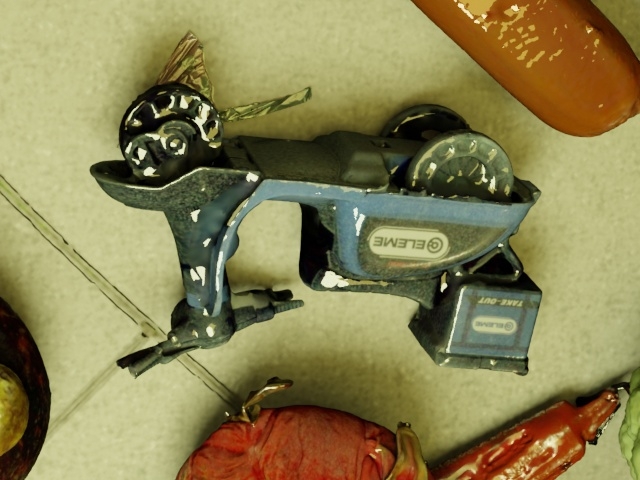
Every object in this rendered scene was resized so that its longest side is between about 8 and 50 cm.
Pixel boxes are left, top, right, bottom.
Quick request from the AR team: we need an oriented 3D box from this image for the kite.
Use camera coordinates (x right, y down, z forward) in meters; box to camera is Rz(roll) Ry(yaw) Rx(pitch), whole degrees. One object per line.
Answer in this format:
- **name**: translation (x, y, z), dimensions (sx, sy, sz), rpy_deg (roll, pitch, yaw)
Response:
- **kite**: translation (-0.081, -0.093, 1.187), dimensions (0.157, 0.011, 0.139), rpy_deg (-15, 110, -8)

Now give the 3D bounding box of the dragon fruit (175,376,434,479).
- **dragon fruit**: translation (-0.010, 0.245, 1.158), dimensions (0.218, 0.148, 0.223), rpy_deg (23, 121, -13)

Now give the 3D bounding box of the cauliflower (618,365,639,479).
- **cauliflower**: translation (0.366, 0.159, 1.220), dimensions (0.281, 0.260, 0.327), rpy_deg (40, 65, -15)

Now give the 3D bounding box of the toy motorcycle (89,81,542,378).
- **toy motorcycle**: translation (0.000, 0.000, 1.168), dimensions (0.359, 0.125, 0.212), rpy_deg (5, 108, -16)

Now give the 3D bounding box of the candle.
- **candle**: translation (0.133, 0.199, 1.286), dimensions (0.302, 0.059, 0.084), rpy_deg (-34, 103, -2)

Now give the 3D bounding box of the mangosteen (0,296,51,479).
- **mangosteen**: translation (-0.276, 0.116, 1.092), dimensions (0.192, 0.217, 0.192), rpy_deg (-1, 91, -27)

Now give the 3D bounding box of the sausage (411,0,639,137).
- **sausage**: translation (0.112, -0.196, 1.151), dimensions (0.348, 0.097, 0.094), rpy_deg (39, 87, -18)
